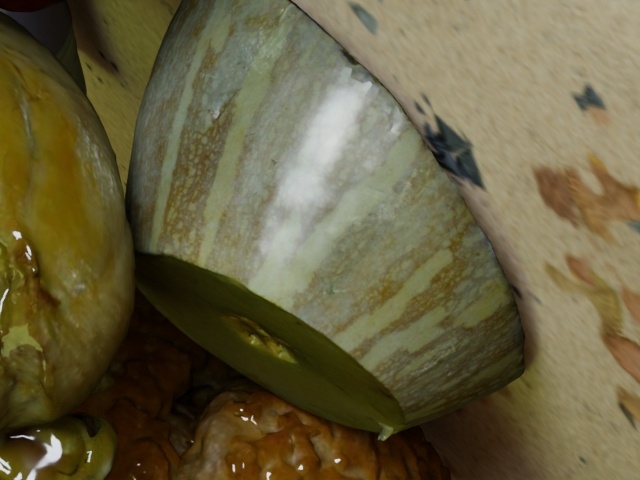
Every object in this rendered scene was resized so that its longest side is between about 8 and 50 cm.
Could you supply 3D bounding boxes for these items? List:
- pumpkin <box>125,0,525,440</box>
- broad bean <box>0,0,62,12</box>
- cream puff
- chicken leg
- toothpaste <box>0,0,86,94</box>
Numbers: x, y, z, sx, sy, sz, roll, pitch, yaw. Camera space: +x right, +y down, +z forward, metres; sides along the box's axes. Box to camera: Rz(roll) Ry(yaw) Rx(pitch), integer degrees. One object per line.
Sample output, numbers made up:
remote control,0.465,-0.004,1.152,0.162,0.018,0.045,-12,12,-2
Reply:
pumpkin,-0.016,0.005,0.811,0.217,0.110,0.217,38,157,19
broad bean,-0.133,-0.175,0.670,0.156,0.122,0.228,42,166,30
cream puff,-0.056,0.123,0.957,0.303,0.212,0.303,37,-178,-2
chicken leg,-0.211,-0.067,0.825,0.201,0.152,0.429,24,-167,-42
toothpaste,-0.175,-0.185,0.873,0.125,0.080,0.371,44,156,34
